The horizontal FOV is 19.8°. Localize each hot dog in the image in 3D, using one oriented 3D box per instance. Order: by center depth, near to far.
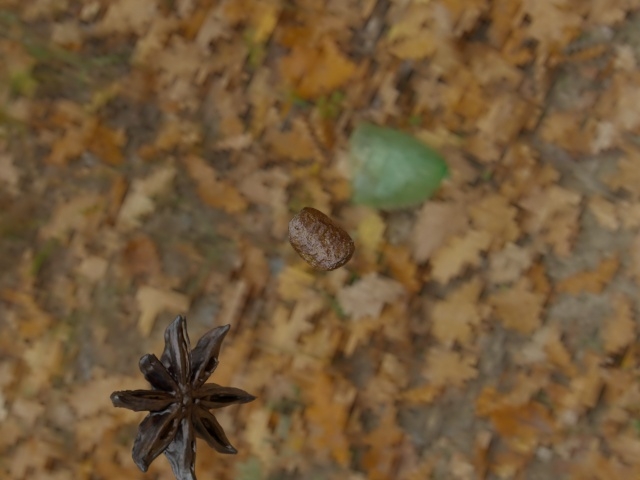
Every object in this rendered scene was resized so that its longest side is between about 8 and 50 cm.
[{"bbox_3d":[0.000,0.000,2.130,0.058,0.083,0.035,-47,-9,-9],"label":"hot dog"}]

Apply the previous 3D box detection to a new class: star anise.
[{"bbox_3d":[-0.110,0.128,1.443,0.042,0.141,0.141,1,73,48],"label":"star anise"}]
